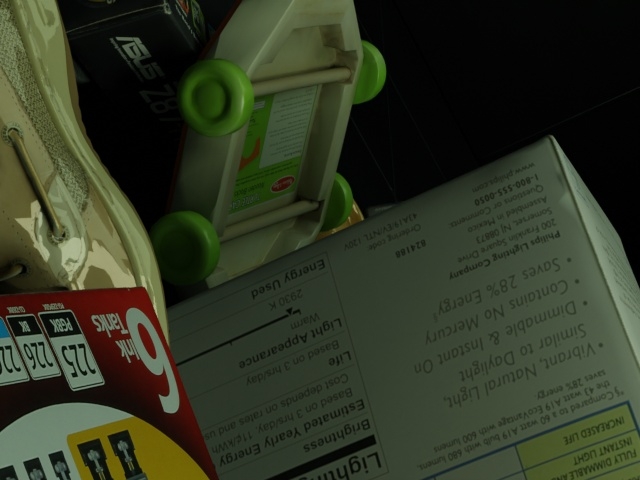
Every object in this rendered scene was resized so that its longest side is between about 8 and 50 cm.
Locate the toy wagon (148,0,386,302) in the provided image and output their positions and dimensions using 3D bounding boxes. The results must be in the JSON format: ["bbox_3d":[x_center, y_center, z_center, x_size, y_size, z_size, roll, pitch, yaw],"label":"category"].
[{"bbox_3d":[-0.051,-0.034,1.255,0.267,0.068,0.344,-21,129,-63],"label":"toy wagon"}]

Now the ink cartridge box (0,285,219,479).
[{"bbox_3d":[-0.140,0.170,0.719,0.272,0.130,0.309,68,13,5],"label":"ink cartridge box"}]

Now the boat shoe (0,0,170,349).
[{"bbox_3d":[-0.192,-0.022,0.931,0.110,0.121,0.341,-26,101,-42],"label":"boat shoe"}]

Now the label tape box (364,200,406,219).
[{"bbox_3d":[0.119,0.147,1.649,0.334,0.105,0.241,-96,178,-54],"label":"label tape box"}]

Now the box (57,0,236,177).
[{"bbox_3d":[-0.127,-0.221,1.339,0.395,0.097,0.318,57,19,-63],"label":"box"}]

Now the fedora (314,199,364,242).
[{"bbox_3d":[0.000,0.000,1.604,0.194,0.079,0.194,48,33,-47],"label":"fedora"}]

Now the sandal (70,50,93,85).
[{"bbox_3d":[-0.208,-0.164,1.221,0.254,0.054,0.097,-50,124,-82],"label":"sandal"}]

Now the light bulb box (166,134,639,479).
[{"bbox_3d":[0.083,0.185,1.057,0.225,0.357,0.361,39,31,-58],"label":"light bulb box"}]
